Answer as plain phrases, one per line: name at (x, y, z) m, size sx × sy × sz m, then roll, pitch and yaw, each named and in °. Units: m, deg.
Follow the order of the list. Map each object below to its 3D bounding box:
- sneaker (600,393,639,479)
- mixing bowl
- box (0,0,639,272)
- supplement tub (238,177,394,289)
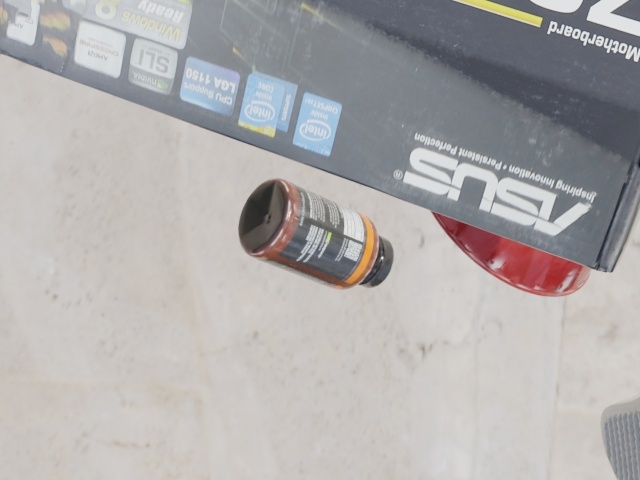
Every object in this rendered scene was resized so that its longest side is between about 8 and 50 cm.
sneaker at (0.349, 0.146, 1.060) m, size 0.150 × 0.366 × 0.135 m, roll -21°, pitch 88°, yaw -10°
mixing bowl at (0.175, -0.056, 1.054) m, size 0.181 × 0.181 × 0.098 m, roll 32°, pitch 128°, yaw -11°
box at (0.028, -0.200, 0.715) m, size 0.394 × 0.097 × 0.318 m, roll 22°, pitch 113°, yaw 15°
supplement tub at (0.000, 0.000, 1.654) m, size 0.198 × 0.106 × 0.106 m, roll 23°, pitch 124°, yaw -37°
